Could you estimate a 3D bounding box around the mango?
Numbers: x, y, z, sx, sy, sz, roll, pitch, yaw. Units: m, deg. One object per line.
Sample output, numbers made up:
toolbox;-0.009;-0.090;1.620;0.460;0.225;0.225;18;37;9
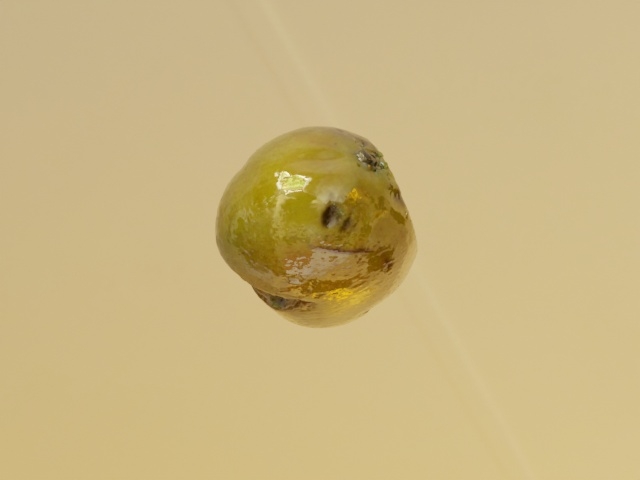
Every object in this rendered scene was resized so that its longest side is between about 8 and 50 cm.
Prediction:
mango;0.000;0.000;1.492;0.167;0.130;0.262;-15;-28;6
